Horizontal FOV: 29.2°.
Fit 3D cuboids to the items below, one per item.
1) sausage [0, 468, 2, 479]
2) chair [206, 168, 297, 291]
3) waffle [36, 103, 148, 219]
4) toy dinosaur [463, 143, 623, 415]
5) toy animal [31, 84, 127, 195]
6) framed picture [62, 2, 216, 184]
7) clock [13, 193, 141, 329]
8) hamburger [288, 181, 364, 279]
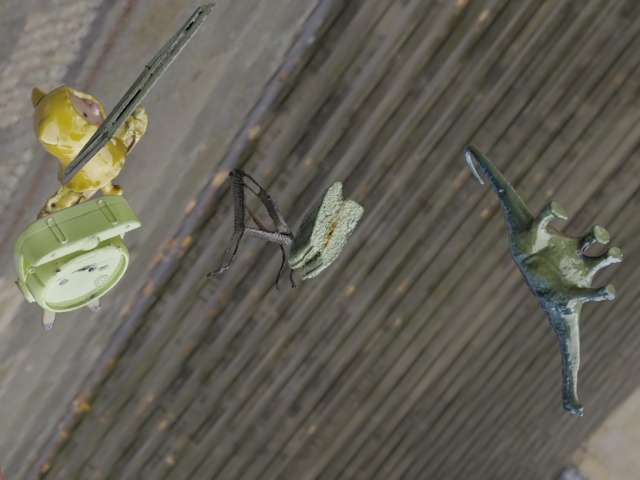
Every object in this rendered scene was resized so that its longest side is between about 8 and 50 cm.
[{"bbox_3d":[-0.612,0.418,2.004,0.279,0.152,0.152,-53,175,39],"label":"sausage"},{"bbox_3d":[-0.120,-0.021,2.281,0.174,0.149,0.213,159,-63,-74],"label":"chair"},{"bbox_3d":[-0.445,-0.137,2.418,0.309,0.065,0.283,-42,-170,49],"label":"waffle"},{"bbox_3d":[0.276,0.024,1.470,0.076,0.363,0.147,-10,162,-43],"label":"toy dinosaur"},{"bbox_3d":[-0.422,-0.168,2.152,0.156,0.156,0.230,-50,136,-17],"label":"toy animal"},{"bbox_3d":[-0.248,-0.190,1.619,0.231,0.018,0.293,-56,-166,-20],"label":"framed picture"},{"bbox_3d":[-0.348,0.039,1.743,0.170,0.069,0.232,-24,154,-30],"label":"clock"},{"bbox_3d":[-0.003,-0.002,1.449,0.084,0.054,0.121,-36,-155,50],"label":"hamburger"}]
